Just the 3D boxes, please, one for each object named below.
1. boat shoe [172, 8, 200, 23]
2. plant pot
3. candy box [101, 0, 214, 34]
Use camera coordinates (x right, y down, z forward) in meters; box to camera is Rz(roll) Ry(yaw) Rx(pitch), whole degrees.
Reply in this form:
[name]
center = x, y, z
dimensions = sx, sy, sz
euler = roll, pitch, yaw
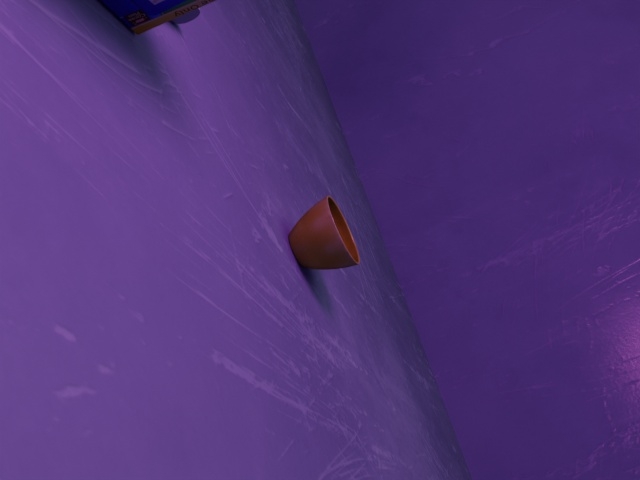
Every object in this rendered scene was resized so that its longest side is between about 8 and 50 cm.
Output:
[boat shoe]
center = -0.243, -0.397, 1.167
dimensions = 0.083, 0.065, 0.183
euler = 64, 5, 5
[plant pot]
center = 0.000, 0.000, 1.376
dimensions = 0.134, 0.095, 0.134
euler = 61, 12, -22
[candy box]
center = -0.188, -0.402, 0.876
dimensions = 0.317, 0.268, 0.122
euler = 37, 34, -68
